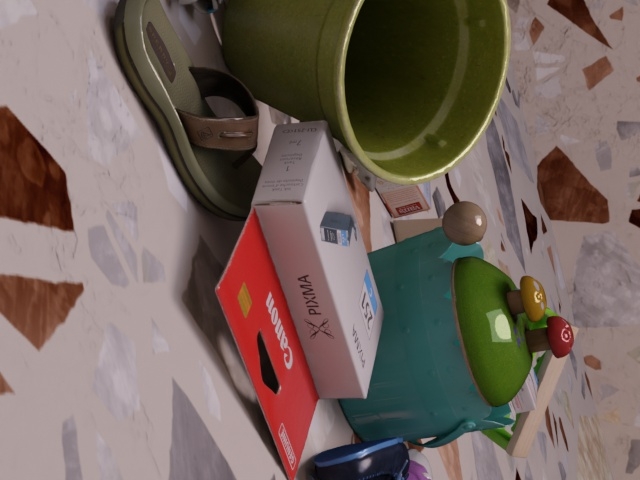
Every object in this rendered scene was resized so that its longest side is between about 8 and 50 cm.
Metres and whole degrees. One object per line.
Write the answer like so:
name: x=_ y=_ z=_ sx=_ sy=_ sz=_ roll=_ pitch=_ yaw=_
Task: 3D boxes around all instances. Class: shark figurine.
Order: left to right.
shark figurine: x=0.040 y=-0.178 z=2.192 sx=0.278 sy=0.116 sz=0.166 roll=32 pitch=44 yaw=-69

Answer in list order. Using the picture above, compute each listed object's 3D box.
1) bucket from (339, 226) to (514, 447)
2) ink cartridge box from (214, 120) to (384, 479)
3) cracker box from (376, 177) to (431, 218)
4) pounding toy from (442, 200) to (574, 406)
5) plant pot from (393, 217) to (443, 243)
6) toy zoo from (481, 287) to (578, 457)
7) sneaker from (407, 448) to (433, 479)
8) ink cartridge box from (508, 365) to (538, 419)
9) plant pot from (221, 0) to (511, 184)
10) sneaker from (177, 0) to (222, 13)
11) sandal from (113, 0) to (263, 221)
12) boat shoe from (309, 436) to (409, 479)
bucket: x=0.126 y=0.126 z=2.073 sx=0.281 sy=0.183 sz=0.281 roll=-15 pitch=90 yaw=-73
ink cartridge box: x=-0.012 y=0.067 z=1.751 sx=0.261 sy=0.066 sz=0.296 roll=-74 pitch=154 yaw=-46
cracker box: x=0.095 y=-0.165 z=2.433 sx=0.232 sy=0.067 sz=0.155 roll=57 pitch=25 yaw=-44
pounding toy: x=0.229 y=0.072 z=1.941 sx=0.183 sy=0.110 sz=0.237 roll=28 pitch=51 yaw=-68
plant pot: x=0.176 y=0.019 z=2.484 sx=0.109 sy=0.109 sz=0.096 roll=12 pitch=76 yaw=-71
toy zoo: x=0.217 y=0.144 z=2.237 sx=0.030 sy=0.293 sz=0.192 roll=11 pitch=104 yaw=-36
sneaker: x=0.155 y=0.352 z=2.011 sx=0.282 sy=0.161 sz=0.102 roll=-83 pitch=151 yaw=-55
ink cartridge box: x=0.252 y=0.183 z=2.062 sx=0.083 sy=0.028 sz=0.048 roll=-72 pitch=143 yaw=-60
plant pot: x=0.034 y=-0.225 z=1.875 sx=0.276 sy=0.254 sz=0.276 roll=-17 pitch=115 yaw=-40
sneaker: x=-0.127 y=-0.298 z=1.848 sx=0.191 sy=0.071 sz=0.083 roll=-30 pitch=110 yaw=-64
sandal: x=-0.114 y=-0.132 z=1.685 sx=0.120 sy=0.086 sz=0.303 roll=-89 pitch=157 yaw=-44
boat shoe: x=0.065 y=0.274 z=1.885 sx=0.258 sy=0.109 sz=0.089 roll=11 pitch=69 yaw=-69
